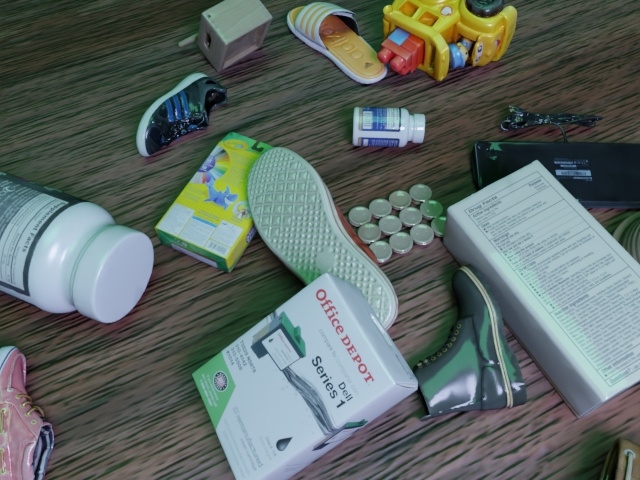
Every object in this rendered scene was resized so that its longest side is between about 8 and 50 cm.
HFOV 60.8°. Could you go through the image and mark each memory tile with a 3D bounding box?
[{"bbox_3d":[0.127,-0.030,0.863,0.148,0.012,0.113,-21,57,-11],"label":"memory tile"}]

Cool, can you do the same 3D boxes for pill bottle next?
[{"bbox_3d":[0.116,-0.194,0.936,0.120,0.067,0.067,2,58,3],"label":"pill bottle"},{"bbox_3d":[-0.391,0.007,0.767,0.279,0.162,0.162,19,60,12],"label":"pill bottle"}]

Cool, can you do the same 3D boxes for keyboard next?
[{"bbox_3d":[0.415,-0.140,0.919,0.317,0.033,0.201,2,65,1],"label":"keyboard"}]

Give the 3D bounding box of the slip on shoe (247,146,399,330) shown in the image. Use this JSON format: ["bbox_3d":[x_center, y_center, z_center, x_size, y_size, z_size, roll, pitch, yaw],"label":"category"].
[{"bbox_3d":[0.000,0.000,0.791,0.123,0.101,0.331,-41,68,9],"label":"slip on shoe"}]

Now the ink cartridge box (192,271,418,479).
[{"bbox_3d":[-0.021,0.166,0.652,0.219,0.092,0.160,-39,61,11],"label":"ink cartridge box"}]

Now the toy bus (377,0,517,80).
[{"bbox_3d":[0.215,-0.375,1.011,0.220,0.149,0.211,35,76,18],"label":"toy bus"}]

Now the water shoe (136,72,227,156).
[{"bbox_3d":[-0.240,-0.220,0.957,0.080,0.073,0.203,25,62,13],"label":"water shoe"}]

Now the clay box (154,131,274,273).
[{"bbox_3d":[-0.145,-0.068,0.871,0.127,0.053,0.222,23,60,12],"label":"clay box"}]

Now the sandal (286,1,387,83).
[{"bbox_3d":[0.038,-0.410,1.067,0.102,0.076,0.265,-35,64,-19],"label":"sandal"}]

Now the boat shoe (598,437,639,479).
[{"bbox_3d":[0.296,0.351,0.574,0.120,0.122,0.324,33,56,25],"label":"boat shoe"}]

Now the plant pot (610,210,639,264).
[{"bbox_3d":[0.534,0.034,0.763,0.237,0.109,0.237,-1,58,2],"label":"plant pot"}]

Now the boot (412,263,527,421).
[{"bbox_3d":[0.175,0.134,0.732,0.137,0.077,0.197,-13,58,-1],"label":"boot"}]

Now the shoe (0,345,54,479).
[{"bbox_3d":[-0.381,0.222,0.694,0.081,0.063,0.178,-2,63,-2],"label":"shoe"}]

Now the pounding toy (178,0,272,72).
[{"bbox_3d":[-0.185,-0.398,1.040,0.130,0.141,0.100,-38,93,-21],"label":"pounding toy"}]

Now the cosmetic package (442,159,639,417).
[{"bbox_3d":[0.321,0.058,0.741,0.160,0.113,0.309,-27,60,-7],"label":"cosmetic package"}]
